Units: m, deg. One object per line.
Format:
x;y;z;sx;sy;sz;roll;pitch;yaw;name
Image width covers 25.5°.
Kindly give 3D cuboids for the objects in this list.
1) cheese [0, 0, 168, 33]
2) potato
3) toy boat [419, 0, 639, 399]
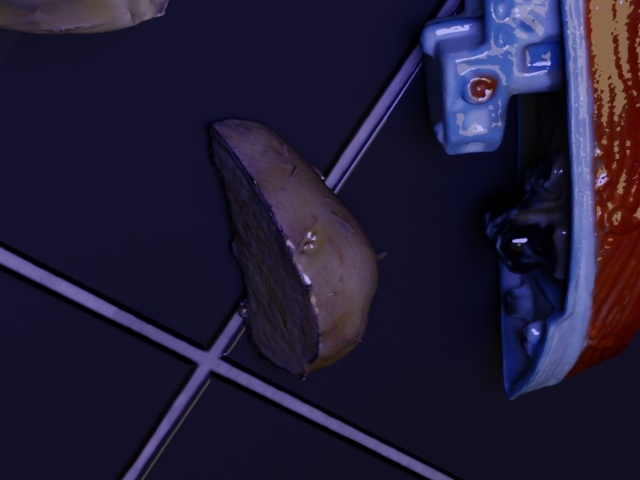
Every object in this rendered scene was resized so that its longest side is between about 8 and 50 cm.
-0.194;-0.226;0.581;0.316;0.128;0.259;19;120;-3;cheese
0.000;0.000;0.889;0.089;0.101;0.172;-24;120;-26;potato
0.138;-0.042;0.929;0.133;0.145;0.331;-8;116;-3;toy boat
